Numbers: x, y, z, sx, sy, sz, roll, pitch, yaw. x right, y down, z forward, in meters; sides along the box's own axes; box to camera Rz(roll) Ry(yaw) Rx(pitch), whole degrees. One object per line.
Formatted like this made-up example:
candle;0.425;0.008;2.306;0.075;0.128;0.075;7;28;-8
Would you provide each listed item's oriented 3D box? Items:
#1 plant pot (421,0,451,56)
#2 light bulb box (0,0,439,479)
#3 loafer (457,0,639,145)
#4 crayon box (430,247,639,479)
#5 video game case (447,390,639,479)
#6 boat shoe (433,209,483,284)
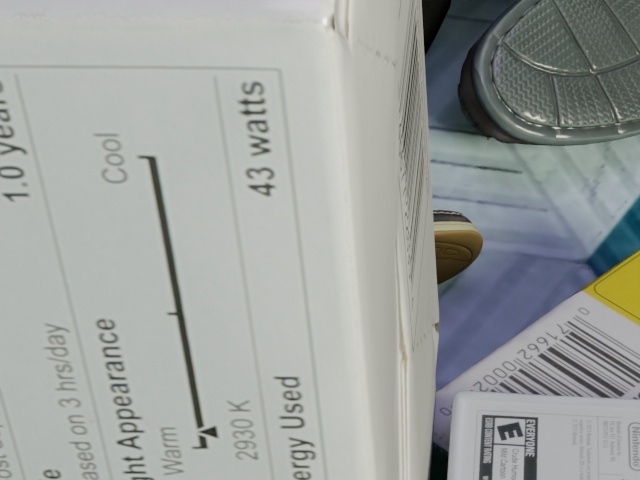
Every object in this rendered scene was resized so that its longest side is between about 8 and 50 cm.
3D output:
plant pot;-0.034;-0.130;0.937;0.187;0.188;0.167;17;60;4
light bulb box;-0.150;-0.007;0.624;0.361;0.358;0.225;1;46;7
loafer;0.175;-0.112;1.034;0.267;0.084;0.096;-28;89;-27
crayon box;0.212;0.126;0.764;0.202;0.081;0.318;-31;47;-33
video game case;0.128;0.129;0.680;0.173;0.022;0.190;2;40;6
boat shoe;0.000;0.000;0.895;0.152;0.056;0.049;-7;54;-17
